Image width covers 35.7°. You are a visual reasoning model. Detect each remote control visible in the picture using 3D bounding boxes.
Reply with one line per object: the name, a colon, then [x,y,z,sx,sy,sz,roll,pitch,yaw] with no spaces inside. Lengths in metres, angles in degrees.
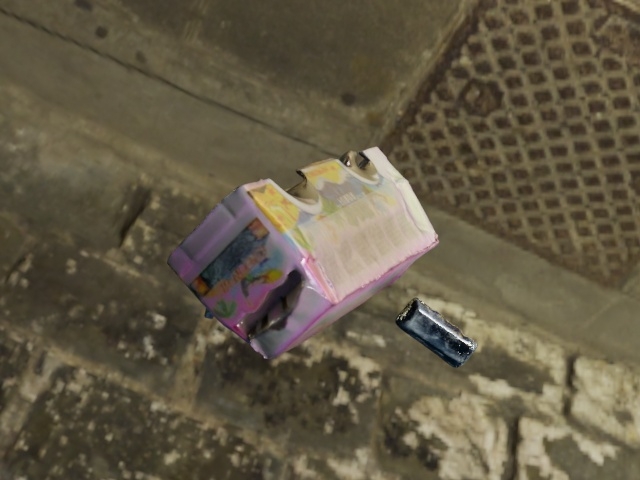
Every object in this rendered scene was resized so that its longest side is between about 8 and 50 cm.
remote control: [0.126,0.101,1.068,0.096,0.014,0.039,37,98,-18]

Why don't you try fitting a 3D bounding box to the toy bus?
toy bus: [0.000,0.000,0.749,0.112,0.274,0.090,49,115,8]
